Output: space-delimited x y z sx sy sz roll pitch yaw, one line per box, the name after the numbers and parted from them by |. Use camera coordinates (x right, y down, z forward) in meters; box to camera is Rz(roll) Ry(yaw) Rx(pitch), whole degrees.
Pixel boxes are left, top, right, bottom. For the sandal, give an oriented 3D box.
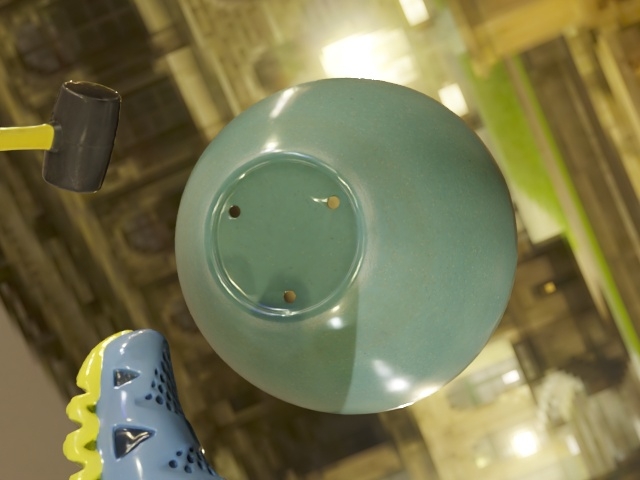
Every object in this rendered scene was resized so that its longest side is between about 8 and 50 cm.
-0.058 0.201 1.055 0.126 0.138 0.317 39 -146 -80 | sandal

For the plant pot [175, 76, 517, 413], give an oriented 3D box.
0.000 0.000 1.486 0.290 0.290 0.195 68 -166 9 | plant pot

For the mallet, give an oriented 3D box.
-0.191 -0.046 1.008 0.039 0.189 0.062 29 121 38 | mallet
